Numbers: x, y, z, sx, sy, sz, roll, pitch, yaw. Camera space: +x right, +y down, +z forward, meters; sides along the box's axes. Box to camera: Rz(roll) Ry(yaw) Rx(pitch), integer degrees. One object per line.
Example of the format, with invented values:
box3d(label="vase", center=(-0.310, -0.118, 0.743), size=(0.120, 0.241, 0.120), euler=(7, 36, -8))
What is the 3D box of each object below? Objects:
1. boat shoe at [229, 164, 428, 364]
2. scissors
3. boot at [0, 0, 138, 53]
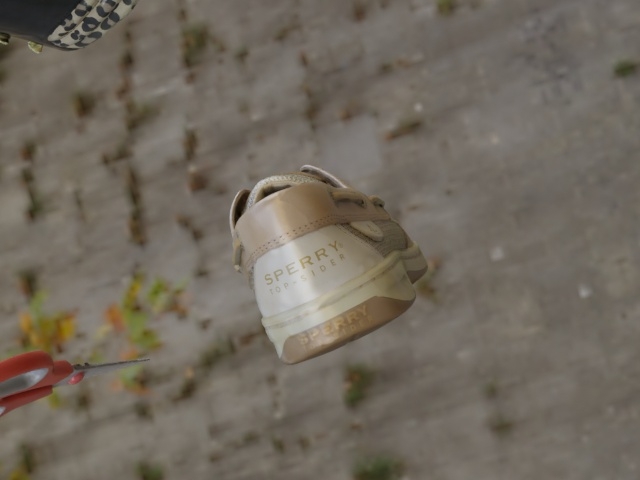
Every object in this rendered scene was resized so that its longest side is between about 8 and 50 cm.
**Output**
box3d(label="boat shoe", center=(0.000, 0.000, 1.174), size=(0.110, 0.122, 0.341), euler=(63, 179, -3))
box3d(label="scissors", center=(-0.213, 0.112, 1.473), size=(0.021, 0.109, 0.297), euler=(52, -147, 15))
box3d(label="boot", center=(-0.226, -0.134, 0.974), size=(0.178, 0.236, 0.085), euler=(17, -129, -47))
